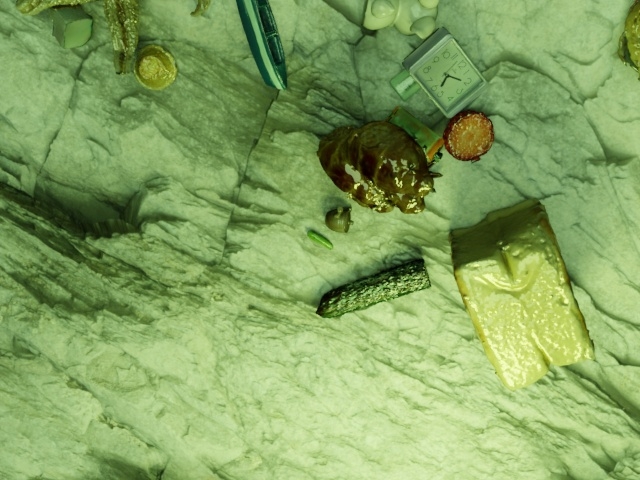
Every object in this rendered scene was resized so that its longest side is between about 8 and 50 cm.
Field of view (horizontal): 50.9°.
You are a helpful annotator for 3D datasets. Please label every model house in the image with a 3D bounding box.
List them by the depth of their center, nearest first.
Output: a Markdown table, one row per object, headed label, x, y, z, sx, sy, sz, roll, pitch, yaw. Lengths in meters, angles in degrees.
| label | x | y | z | sx | sy | sz | roll | pitch | yaw |
| --- | --- | --- | --- | --- | --- | --- | --- | --- | --- |
| model house | -0.684 | -0.592 | 1.826 | 0.100 | 0.088 | 0.100 | 50 | 140 | 13 |

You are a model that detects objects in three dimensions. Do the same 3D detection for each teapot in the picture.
| label | x | y | z | sx | sy | sz | roll | pitch | yaw |
| --- | --- | --- | --- | --- | --- | --- | --- | --- | --- |
| teapot | 0.054 | -0.074 | 1.907 | 0.080 | 0.110 | 0.085 | 8 | 65 | 17 |

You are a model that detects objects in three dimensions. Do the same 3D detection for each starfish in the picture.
| label | x | y | z | sx | sy | sz | roll | pitch | yaw |
| --- | --- | --- | --- | --- | --- | --- | --- | --- | --- |
| starfish | -0.524 | -0.613 | 1.757 | 0.432 | 0.082 | 0.324 | -38 | 97 | -10 |

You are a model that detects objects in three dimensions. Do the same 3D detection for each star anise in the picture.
| label | x | y | z | sx | sy | sz | roll | pitch | yaw |
| --- | --- | --- | --- | --- | --- | --- | --- | --- | --- |
| star anise | 0.274 | -0.182 | 1.874 | 0.141 | 0.042 | 0.141 | 1 | 101 | 5 |

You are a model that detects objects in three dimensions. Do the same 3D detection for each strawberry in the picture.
| label | x | y | z | sx | sy | sz | roll | pitch | yaw |
| --- | --- | --- | --- | --- | --- | --- | --- | --- | --- |
| strawberry | 0.396 | -0.283 | 1.804 | 0.145 | 0.086 | 0.145 | 1 | 113 | 1 |

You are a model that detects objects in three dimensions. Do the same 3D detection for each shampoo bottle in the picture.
| label | x | y | z | sx | sy | sz | roll | pitch | yaw |
| --- | --- | --- | --- | --- | --- | --- | --- | --- | --- |
| shampoo bottle | 0.277 | -0.456 | 1.787 | 0.191 | 0.041 | 0.069 | -38 | 98 | 15 |

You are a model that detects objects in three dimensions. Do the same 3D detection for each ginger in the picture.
| label | x | y | z | sx | sy | sz | roll | pitch | yaw |
| --- | --- | --- | --- | --- | --- | --- | --- | --- | --- |
| ginger | 0.153 | -0.180 | 1.771 | 0.357 | 0.152 | 0.274 | 0 | 121 | 52 |

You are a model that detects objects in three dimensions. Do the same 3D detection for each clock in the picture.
| label | x | y | z | sx | sy | sz | roll | pitch | yaw |
| --- | --- | --- | --- | --- | --- | --- | --- | --- | --- |
| clock | 0.326 | -0.433 | 1.741 | 0.145 | 0.073 | 0.193 | -40 | 120 | 16 |

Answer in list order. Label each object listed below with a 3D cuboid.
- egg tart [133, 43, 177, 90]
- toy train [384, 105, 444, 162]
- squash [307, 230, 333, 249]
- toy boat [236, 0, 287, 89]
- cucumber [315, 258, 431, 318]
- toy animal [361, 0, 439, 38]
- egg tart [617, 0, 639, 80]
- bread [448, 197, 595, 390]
| label | x | y | z | sx | sy | sz | roll | pitch | yaw |
| --- | --- | --- | --- | --- | --- | --- | --- | --- | --- |
| egg tart | -0.458 | -0.475 | 1.852 | 0.129 | 0.049 | 0.128 | 2 | 110 | 5 |
| toy train | 0.252 | -0.281 | 1.799 | 0.188 | 0.099 | 0.072 | 39 | 87 | 8 |
| squash | 0.001 | -0.001 | 1.970 | 0.089 | 0.027 | 0.027 | 30 | 108 | -6 |
| toy boat | -0.154 | -0.540 | 1.779 | 0.062 | 0.096 | 0.299 | -11 | 109 | 20 |
| cucumber | 0.145 | 0.148 | 1.973 | 0.359 | 0.096 | 0.096 | -18 | 105 | 14 |
| toy animal | 0.199 | -0.581 | 1.683 | 0.193 | 0.178 | 0.127 | 12 | 111 | 4 |
| egg tart | 0.894 | -0.501 | 1.676 | 0.297 | 0.132 | 0.297 | 1 | 93 | 11 |
| bread | 0.522 | 0.131 | 1.782 | 0.279 | 0.371 | 0.390 | -20 | 101 | 16 |
